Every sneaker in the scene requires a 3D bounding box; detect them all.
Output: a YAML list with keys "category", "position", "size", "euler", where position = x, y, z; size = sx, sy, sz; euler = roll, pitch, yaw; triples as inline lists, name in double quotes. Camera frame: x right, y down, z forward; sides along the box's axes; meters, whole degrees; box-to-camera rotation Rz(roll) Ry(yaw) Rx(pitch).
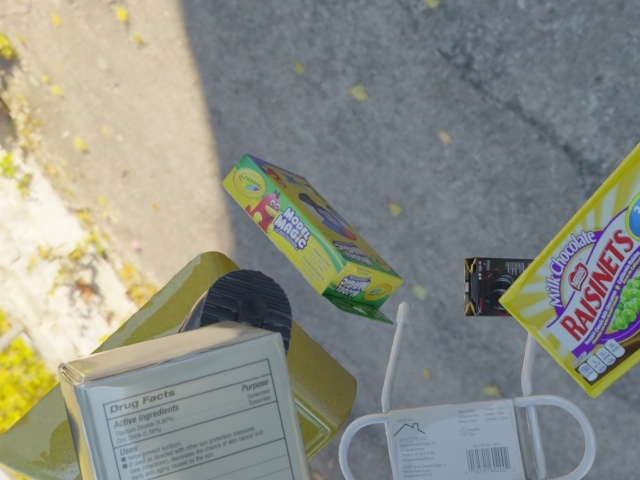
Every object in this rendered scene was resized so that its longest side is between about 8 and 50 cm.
- category: "sneaker"
  position: [-0.114, 0.186, 0.927]
  size: [0.112, 0.319, 0.131]
  euler: [27, 156, -11]

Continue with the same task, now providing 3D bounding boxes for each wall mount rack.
- category: "wall mount rack"
  position: [0.193, 0.214, 1.349]
  size: [0.350, 0.130, 0.304]
  euler: [-12, 81, 30]

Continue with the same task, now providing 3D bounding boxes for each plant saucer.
- category: "plant saucer"
  position: [-0.137, 0.222, 1.186]
  size: [0.332, 0.333, 0.081]
  euler: [47, 180, -41]

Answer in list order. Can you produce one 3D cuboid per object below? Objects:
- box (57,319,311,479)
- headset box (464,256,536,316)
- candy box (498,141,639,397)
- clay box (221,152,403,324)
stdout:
- category: "box"
  position: [-0.079, 0.224, 0.738]
  size: [0.121, 0.148, 0.311]
  euler: [179, 80, -69]
- category: "headset box"
  position: [0.194, 0.050, 1.090]
  size: [0.032, 0.083, 0.062]
  euler: [168, 104, -73]
- category: "candy box"
  position: [0.214, 0.020, 0.726]
  size: [0.105, 0.027, 0.206]
  euler: [49, 139, 16]
- category: "clay box"
  position: [0.000, 0.000, 1.153]
  size: [0.222, 0.053, 0.127]
  euler: [46, -165, 30]
